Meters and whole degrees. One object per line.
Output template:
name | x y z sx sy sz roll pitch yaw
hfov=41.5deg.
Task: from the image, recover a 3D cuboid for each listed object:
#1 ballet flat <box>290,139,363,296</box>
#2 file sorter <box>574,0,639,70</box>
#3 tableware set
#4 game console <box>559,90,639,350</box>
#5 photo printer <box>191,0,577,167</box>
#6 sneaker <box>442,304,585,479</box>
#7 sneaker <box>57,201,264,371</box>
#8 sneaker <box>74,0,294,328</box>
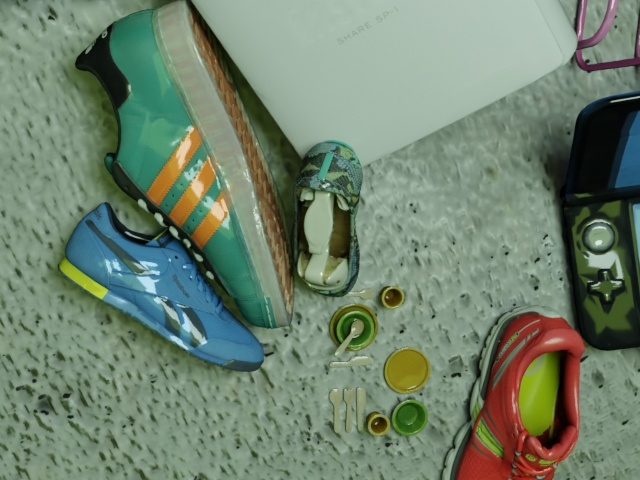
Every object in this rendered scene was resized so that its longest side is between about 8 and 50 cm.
ballet flat | 0.000 0.000 0.740 0.070 0.070 0.188 -11 135 -9
file sorter | 0.343 -0.239 0.752 0.291 0.202 0.182 4 97 -11
tableware set | 0.061 0.120 0.832 0.104 0.024 0.154 -2 96 -10
game console | 0.381 -0.022 0.762 0.293 0.173 0.250 -9 95 8
photo printer | 0.023 -0.224 0.673 0.256 0.107 0.307 -24 115 24
sneaker | 0.191 0.202 0.816 0.107 0.118 0.278 6 95 -10
sneaker | -0.129 0.043 0.763 0.209 0.069 0.082 33 92 -11
sneaker | -0.113 -0.051 0.749 0.121 0.108 0.302 -17 105 11
